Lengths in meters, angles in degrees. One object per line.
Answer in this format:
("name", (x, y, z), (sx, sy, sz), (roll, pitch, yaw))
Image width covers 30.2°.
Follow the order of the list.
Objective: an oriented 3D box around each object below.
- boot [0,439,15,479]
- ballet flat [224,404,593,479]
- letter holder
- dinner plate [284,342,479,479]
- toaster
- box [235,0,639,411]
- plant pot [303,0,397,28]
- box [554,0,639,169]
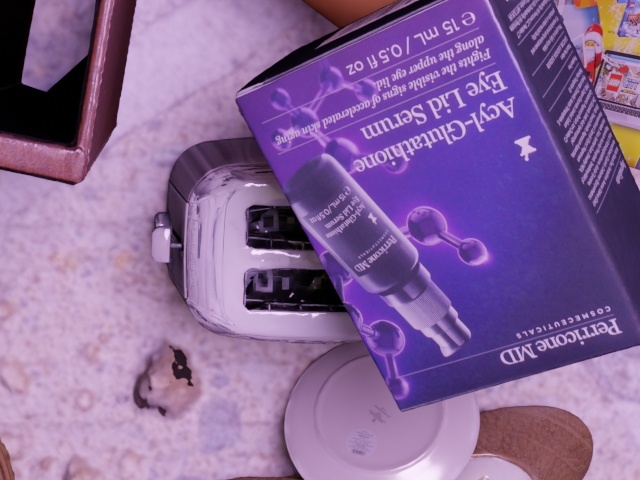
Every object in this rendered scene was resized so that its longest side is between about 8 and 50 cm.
("boot", (-0.244, 0.248, 0.759), (0.089, 0.269, 0.236), (-11, 102, -7))
("ballet flat", (0.049, 0.206, 0.862), (0.342, 0.124, 0.116), (-9, 103, -5))
("letter holder", (-0.178, -0.168, 0.674), (0.152, 0.302, 0.214), (12, 98, -9))
("dinner plate", (0.043, 0.125, 0.851), (0.141, 0.141, 0.017), (-20, 145, -3))
("toaster", (0.000, 0.000, 0.806), (0.227, 0.146, 0.129), (2, 101, -7))
("box", (0.078, -0.032, 0.649), (0.153, 0.108, 0.207), (-22, 103, 29))
("plant pot", (0.036, -0.261, 0.712), (0.291, 0.291, 0.203), (-40, 120, 2))
("box", (0.166, -0.139, 0.757), (0.044, 0.233, 0.159), (12, 100, -31))
